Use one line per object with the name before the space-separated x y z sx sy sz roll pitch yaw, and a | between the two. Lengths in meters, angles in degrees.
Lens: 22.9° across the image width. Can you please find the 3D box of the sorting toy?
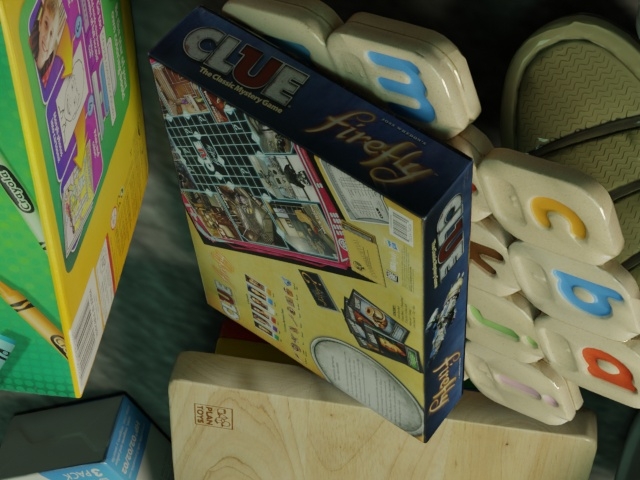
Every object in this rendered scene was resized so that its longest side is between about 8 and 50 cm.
sorting toy | 0.038 0.150 1.044 0.255 0.089 0.257 8 139 4

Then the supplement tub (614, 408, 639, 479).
supplement tub | 0.341 0.200 0.949 0.316 0.194 0.194 11 140 1

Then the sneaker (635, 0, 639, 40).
sneaker | 0.231 -0.129 0.696 0.190 0.071 0.083 -4 131 18

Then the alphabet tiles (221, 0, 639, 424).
alphabet tiles | 0.049 -0.011 0.820 0.278 0.021 0.284 21 150 39

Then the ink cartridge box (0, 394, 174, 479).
ink cartridge box | -0.144 0.196 1.160 0.104 0.062 0.181 -13 134 26

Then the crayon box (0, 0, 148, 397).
crayon box | -0.150 -0.071 0.776 0.081 0.165 0.278 6 139 6

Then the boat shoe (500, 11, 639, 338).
boat shoe | 0.193 0.007 0.828 0.113 0.103 0.302 -23 107 31

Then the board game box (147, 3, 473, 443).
board game box | 0.000 0.000 0.833 0.165 0.042 0.243 32 155 20
